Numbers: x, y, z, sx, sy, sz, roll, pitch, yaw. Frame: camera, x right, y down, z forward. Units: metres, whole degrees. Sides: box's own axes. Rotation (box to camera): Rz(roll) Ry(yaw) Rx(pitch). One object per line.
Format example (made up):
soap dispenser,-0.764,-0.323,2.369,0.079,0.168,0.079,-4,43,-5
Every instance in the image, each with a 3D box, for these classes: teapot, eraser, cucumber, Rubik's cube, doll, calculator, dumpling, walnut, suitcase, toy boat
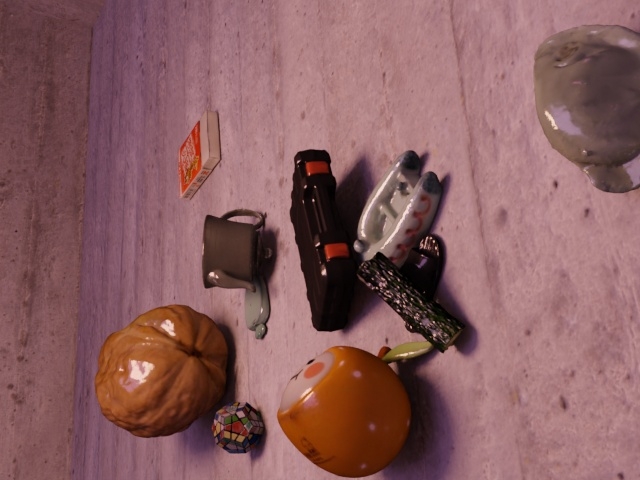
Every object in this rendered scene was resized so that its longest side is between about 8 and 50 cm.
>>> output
teapot,-0.178,0.018,1.735,0.239,0.149,0.162,-90,2,-45
eraser,-0.339,-0.234,2.186,0.230,0.038,0.157,-42,48,49
cucumber,0.132,0.091,1.181,0.187,0.058,0.058,43,123,26
Rubik's cube,-0.173,0.394,1.665,0.093,0.111,0.111,-42,43,16
doll,0.059,0.246,1.229,0.236,0.213,0.213,-44,13,-29
calculator,-0.142,0.145,1.750,0.095,0.021,0.153,-48,40,46
dumpling,0.332,-0.157,0.927,0.108,0.153,0.219,49,-159,-72
walnut,-0.378,0.312,1.856,0.344,0.306,0.306,-43,47,45
suitcase,0.001,0.000,1.426,0.206,0.066,0.285,100,161,-55
toy boat,0.115,-0.042,1.290,0.207,0.079,0.134,-64,36,26

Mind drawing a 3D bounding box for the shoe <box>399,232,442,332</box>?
shoe,0.146,0.067,1.231,0.062,0.053,0.159,28,109,63
